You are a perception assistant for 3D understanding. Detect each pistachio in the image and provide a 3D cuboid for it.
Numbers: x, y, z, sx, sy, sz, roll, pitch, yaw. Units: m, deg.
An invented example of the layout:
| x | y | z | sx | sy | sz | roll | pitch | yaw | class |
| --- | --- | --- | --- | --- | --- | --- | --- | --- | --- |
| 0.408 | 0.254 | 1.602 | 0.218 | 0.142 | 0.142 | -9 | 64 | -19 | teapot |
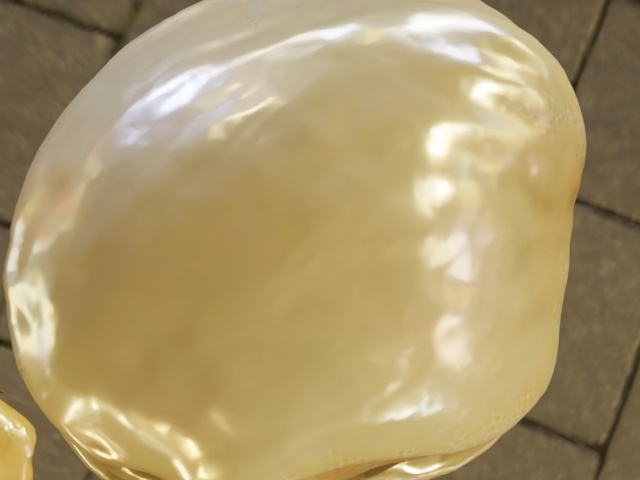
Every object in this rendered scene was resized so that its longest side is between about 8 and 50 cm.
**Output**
| x | y | z | sx | sy | sz | roll | pitch | yaw | class |
| --- | --- | --- | --- | --- | --- | --- | --- | --- | --- |
| 0.000 | 0.000 | 1.160 | 0.445 | 0.281 | 0.365 | -39 | 86 | -20 | pistachio |

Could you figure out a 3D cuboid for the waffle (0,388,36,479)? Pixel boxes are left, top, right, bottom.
| x | y | z | sx | sy | sz | roll | pitch | yaw | class |
| --- | --- | --- | --- | --- | --- | --- | --- | --- | --- |
| -0.268 | 0.053 | 0.671 | 0.224 | 0.328 | 0.098 | 34 | 71 | -29 | waffle |
